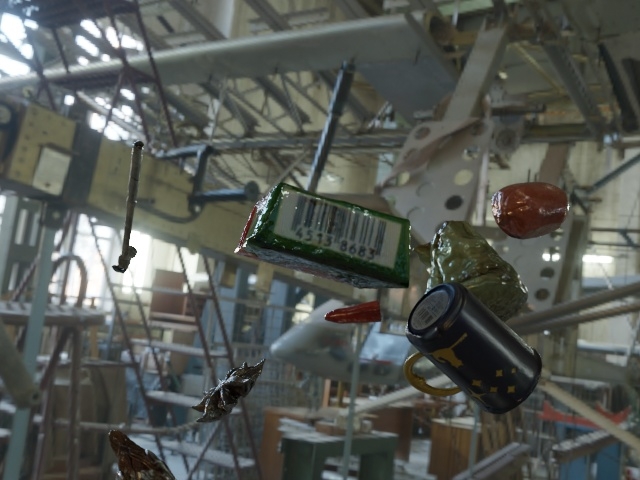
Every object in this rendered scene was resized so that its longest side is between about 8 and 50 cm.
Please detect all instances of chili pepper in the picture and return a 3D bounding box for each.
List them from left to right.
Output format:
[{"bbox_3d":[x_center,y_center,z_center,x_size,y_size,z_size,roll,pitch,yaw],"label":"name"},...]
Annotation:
[{"bbox_3d":[0.093,0.215,1.996,0.168,0.065,0.088,-8,-29,2],"label":"chili pepper"}]

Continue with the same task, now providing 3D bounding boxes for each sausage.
[{"bbox_3d":[0.526,-0.078,1.715,0.254,0.148,0.148,-6,2,-36],"label":"sausage"}]

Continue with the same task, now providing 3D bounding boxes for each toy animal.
[{"bbox_3d":[-0.262,0.375,1.059,0.089,0.188,0.179,-37,17,-32],"label":"toy animal"}]

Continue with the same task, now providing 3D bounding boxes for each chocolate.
[{"bbox_3d":[0.000,0.000,1.583,0.360,0.161,0.341,16,-8,-12],"label":"chocolate"}]

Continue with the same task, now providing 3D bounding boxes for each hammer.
[{"bbox_3d":[-0.550,-0.094,1.992,0.044,0.427,0.152,12,26,-5],"label":"hammer"}]

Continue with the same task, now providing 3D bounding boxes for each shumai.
[{"bbox_3d":[0.419,0.111,2.074,0.324,0.323,0.397,-32,-30,24],"label":"shumai"}]

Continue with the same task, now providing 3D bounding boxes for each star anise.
[{"bbox_3d":[-0.199,0.338,1.549,0.180,0.061,0.204,-36,8,18],"label":"star anise"}]

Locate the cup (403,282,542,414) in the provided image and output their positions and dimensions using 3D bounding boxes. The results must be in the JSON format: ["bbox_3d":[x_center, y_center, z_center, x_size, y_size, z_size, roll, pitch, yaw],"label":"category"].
[{"bbox_3d":[0.289,0.251,1.460,0.256,0.255,0.178,41,9,-17],"label":"cup"}]
